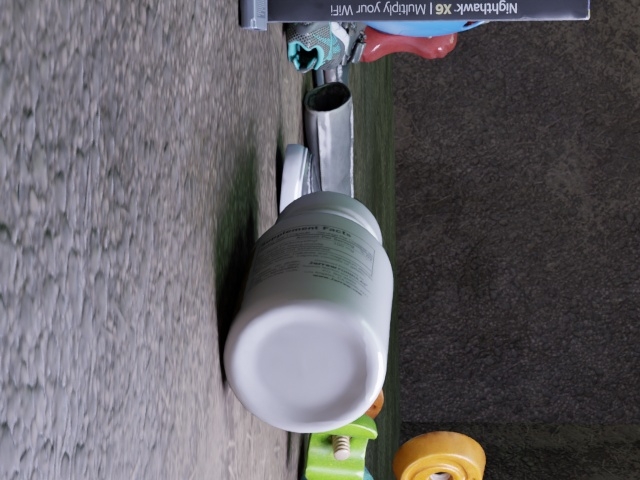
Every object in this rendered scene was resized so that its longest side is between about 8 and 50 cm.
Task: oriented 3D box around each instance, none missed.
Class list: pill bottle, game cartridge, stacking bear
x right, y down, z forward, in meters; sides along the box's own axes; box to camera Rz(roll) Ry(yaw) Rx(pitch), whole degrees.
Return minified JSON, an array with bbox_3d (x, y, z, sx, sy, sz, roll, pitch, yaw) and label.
[{"bbox_3d":[-0.004,0.050,1.322,0.229,0.131,0.131,-79,168,-63],"label":"pill bottle"},{"bbox_3d":[-0.058,-0.212,1.358,0.083,0.017,0.056,-45,138,-82],"label":"game cartridge"},{"bbox_3d":[0.096,-0.409,2.277,0.289,0.175,0.164,64,27,-61],"label":"stacking bear"}]

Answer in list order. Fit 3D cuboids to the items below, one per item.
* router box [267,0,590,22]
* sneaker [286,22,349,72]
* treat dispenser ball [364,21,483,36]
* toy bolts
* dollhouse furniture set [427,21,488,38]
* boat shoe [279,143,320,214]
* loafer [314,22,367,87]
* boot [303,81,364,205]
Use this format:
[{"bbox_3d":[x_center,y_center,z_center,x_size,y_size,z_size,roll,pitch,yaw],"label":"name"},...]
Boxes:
[{"bbox_3d":[0.098,-0.328,1.443,0.081,0.309,0.243,-73,163,-73],"label":"router box"},{"bbox_3d":[-0.012,-0.213,1.690,0.166,0.065,0.076,63,44,-71],"label":"sneaker"},{"bbox_3d":[0.114,-0.369,1.715,0.288,0.288,0.288,0,90,-84],"label":"treat dispenser ball"},{"bbox_3d":[0.058,0.232,1.746,0.158,0.218,0.228,-93,-163,-49],"label":"toy bolts"},{"bbox_3d":[0.206,-0.487,2.054,0.394,0.362,0.256,-63,-164,-5],"label":"dollhouse furniture set"},{"bbox_3d":[0.000,0.000,1.643,0.080,0.076,0.228,-81,169,-59],"label":"boat shoe"},{"bbox_3d":[0.033,-0.303,1.931,0.096,0.084,0.267,-69,159,-75],"label":"loafer"},{"bbox_3d":[0.016,-0.093,1.910,0.189,0.076,0.208,-81,163,-69],"label":"boot"}]
